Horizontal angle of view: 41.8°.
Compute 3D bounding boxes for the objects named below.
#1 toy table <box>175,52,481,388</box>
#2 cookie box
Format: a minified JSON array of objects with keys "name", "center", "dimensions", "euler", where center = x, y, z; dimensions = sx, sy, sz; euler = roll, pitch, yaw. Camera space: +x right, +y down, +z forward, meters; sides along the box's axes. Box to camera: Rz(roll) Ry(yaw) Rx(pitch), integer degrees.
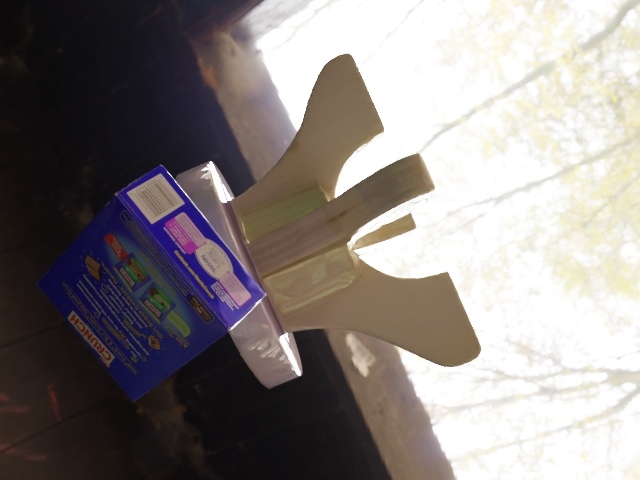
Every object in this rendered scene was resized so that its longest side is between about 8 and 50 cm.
[{"name":"toy table","center":[0.000,0.000,0.642],"dimensions":[0.274,0.161,0.252],"euler":[-120,8,-85]},{"name":"cookie box","center":[-0.096,0.027,0.461],"dimensions":[0.091,0.107,0.040],"euler":[51,-139,-2]}]
